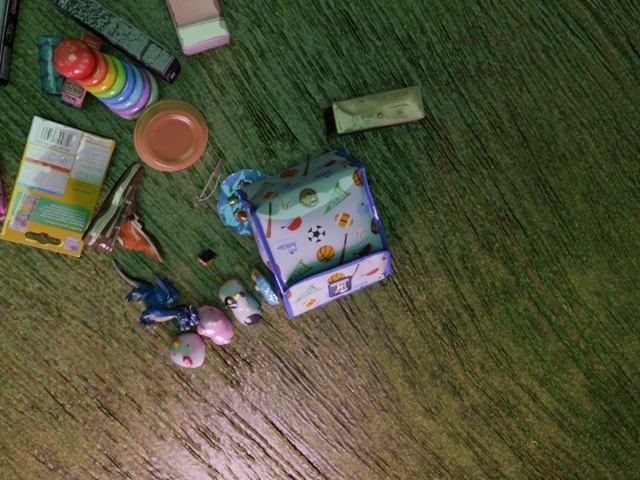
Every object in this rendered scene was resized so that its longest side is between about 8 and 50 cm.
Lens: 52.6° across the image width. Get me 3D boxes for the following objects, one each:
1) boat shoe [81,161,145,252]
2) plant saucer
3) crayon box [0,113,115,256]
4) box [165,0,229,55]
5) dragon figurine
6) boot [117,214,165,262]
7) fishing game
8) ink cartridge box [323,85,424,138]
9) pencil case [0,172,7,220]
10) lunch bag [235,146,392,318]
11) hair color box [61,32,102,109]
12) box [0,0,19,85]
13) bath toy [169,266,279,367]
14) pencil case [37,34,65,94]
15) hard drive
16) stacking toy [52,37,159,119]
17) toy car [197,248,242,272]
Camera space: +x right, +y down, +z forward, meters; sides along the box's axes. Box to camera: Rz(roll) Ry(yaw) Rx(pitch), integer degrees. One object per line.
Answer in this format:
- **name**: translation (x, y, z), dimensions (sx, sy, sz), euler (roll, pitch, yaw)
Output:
- **boat shoe**: translation (-0.523, -0.084, 1.709), dimensions (0.095, 0.095, 0.257), euler (34, 70, -21)
- **plant saucer**: translation (-0.390, -0.272, 1.704), dimensions (0.200, 0.037, 0.199), euler (-13, 123, -21)
- **crayon box**: translation (-0.681, -0.140, 1.677), dimensions (0.203, 0.083, 0.322), euler (16, 95, -26)
- **box**: translation (-0.328, -0.608, 1.649), dimensions (0.127, 0.148, 0.232), euler (-20, 101, -6)
- **dragon figurine**: translation (-0.442, 0.143, 1.757), dimensions (0.144, 0.085, 0.289), euler (-36, 72, 4)
- **boot**: translation (-0.493, 0.009, 1.765), dimensions (0.085, 0.059, 0.158), euler (-38, 93, 2)
- **fishing game**: translation (-0.198, -0.105, 1.796), dimensions (0.264, 0.041, 0.189), euler (29, 91, -11)
- **ink cartridge box**: translation (0.136, -0.339, 1.730), dimensions (0.235, 0.193, 0.088), euler (-13, 97, -7)
- **pencil case**: translation (-0.874, -0.148, 1.670), dimensions (0.098, 0.095, 0.209), euler (-16, 101, -37)
- **lunch bag**: translation (0.000, 0.000, 1.742), dimensions (0.328, 0.239, 0.385), euler (-22, 118, -7)
- **hair color box**: translation (-0.605, -0.426, 1.640), dimensions (0.053, 0.093, 0.167), euler (20, 78, -20)
- **box**: translation (-0.919, -0.611, 1.595), dimensions (0.319, 0.097, 0.394), euler (10, 97, -11)
- **bath toy**: translation (-0.277, 0.224, 1.787), dimensions (0.348, 0.129, 0.151), euler (-40, 102, 0)
- **pencil case**: translation (-0.687, -0.449, 1.665), dimensions (0.065, 0.070, 0.151), euler (4, 100, 25)
- **hard drive**: translation (-0.507, -0.514, 1.594), dimensions (0.339, 0.237, 0.064), euler (31, 92, -10)
- **stacking toy**: translation (-0.519, -0.391, 1.552), dimensions (0.141, 0.330, 0.141), euler (0, 88, 12)
- **toy car**: translation (-0.285, 0.071, 1.802), dimensions (0.122, 0.060, 0.040), euler (29, 125, -4)
